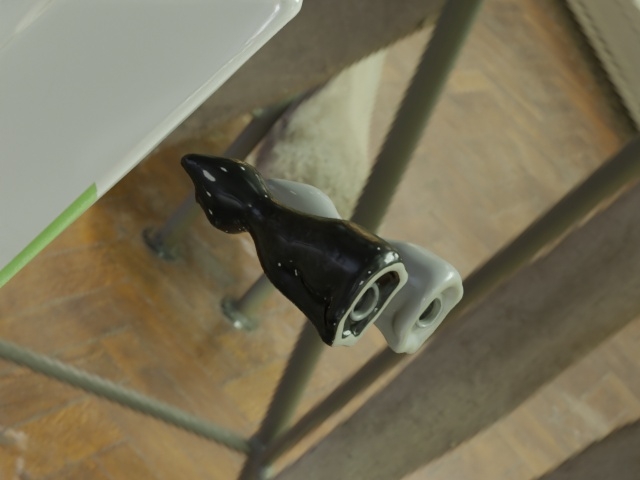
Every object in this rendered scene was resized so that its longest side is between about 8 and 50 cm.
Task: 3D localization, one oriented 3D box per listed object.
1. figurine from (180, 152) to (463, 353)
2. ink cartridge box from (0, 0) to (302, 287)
[{"bbox_3d":[0.000,0.000,1.116,0.209,0.092,0.215,39,11,26],"label":"figurine"},{"bbox_3d":[-0.118,-0.086,0.586,0.119,0.207,0.353,47,6,-9],"label":"ink cartridge box"}]
